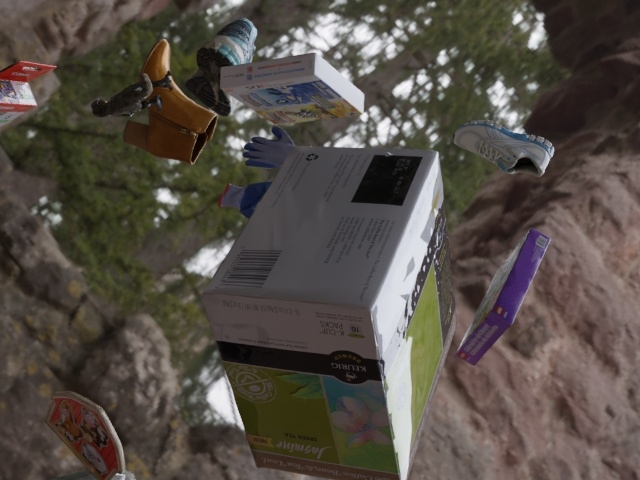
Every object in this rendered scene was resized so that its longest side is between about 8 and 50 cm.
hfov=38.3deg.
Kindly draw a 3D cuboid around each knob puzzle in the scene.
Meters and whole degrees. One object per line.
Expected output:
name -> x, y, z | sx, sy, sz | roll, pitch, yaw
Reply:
knob puzzle -> -0.423, 0.348, 1.647 | 0.213, 0.030, 0.213 | 22, -51, 29

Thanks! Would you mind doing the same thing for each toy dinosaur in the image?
toy dinosaur -> -0.350, -0.280, 1.786 | 0.268, 0.118, 0.064 | -14, -86, 53

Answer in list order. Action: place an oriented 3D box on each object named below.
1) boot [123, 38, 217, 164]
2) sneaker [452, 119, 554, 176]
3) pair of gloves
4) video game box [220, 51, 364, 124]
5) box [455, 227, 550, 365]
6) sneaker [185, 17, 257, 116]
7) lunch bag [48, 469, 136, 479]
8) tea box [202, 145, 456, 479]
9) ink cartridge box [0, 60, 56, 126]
boot -> -0.351, -0.343, 2.291 | 0.211, 0.295, 0.104 | 15, -6, 12
sneaker -> 0.339, -0.167, 1.734 | 0.191, 0.083, 0.071 | 14, -37, 11
pair of gloves -> -0.101, -0.125, 1.708 | 0.159, 0.198, 0.023 | 10, -21, 34
video game box -> -0.047, -0.264, 1.634 | 0.187, 0.048, 0.205 | -1, -13, 27
box -> 0.426, 0.131, 2.151 | 0.057, 0.293, 0.201 | 31, -39, 5
sneaker -> -0.179, -0.339, 1.810 | 0.110, 0.122, 0.283 | 38, -20, -6
lunch bag -> -0.463, 0.572, 1.775 | 0.235, 0.287, 0.169 | -133, -140, -56
tea box -> 0.035, 0.095, 1.229 | 0.220, 0.329, 0.323 | 3, -52, 21
ink cartridge box -> -0.316, -0.137, 0.905 | 0.115, 0.063, 0.029 | -23, -92, 19
